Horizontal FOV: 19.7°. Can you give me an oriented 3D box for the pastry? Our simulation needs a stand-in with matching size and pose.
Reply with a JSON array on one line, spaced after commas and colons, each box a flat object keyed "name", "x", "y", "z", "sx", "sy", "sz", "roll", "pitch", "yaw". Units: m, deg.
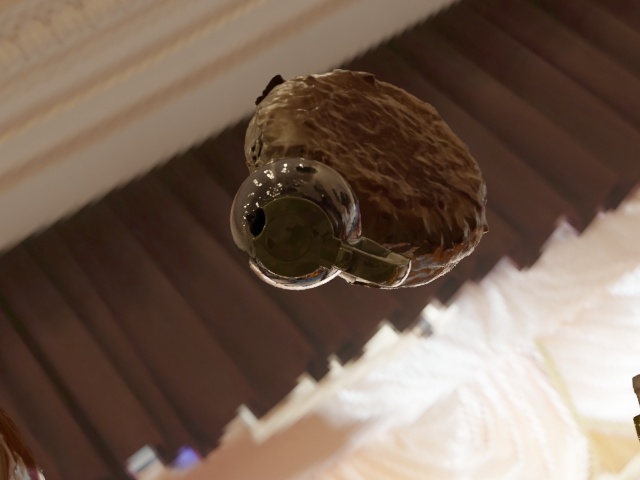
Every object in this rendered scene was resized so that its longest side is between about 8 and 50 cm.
[{"name": "pastry", "x": 0.040, "y": -0.052, "z": 1.741, "sx": 0.257, "sy": 0.236, "sz": 0.121, "roll": 13, "pitch": -50, "yaw": -29}]

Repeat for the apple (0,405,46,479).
[{"name": "apple", "x": -0.281, "y": 0.170, "z": 0.771, "sx": 0.339, "sy": 0.339, "sz": 0.340, "roll": -17, "pitch": -53, "yaw": -24}]

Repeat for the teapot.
[{"name": "teapot", "x": -0.002, "y": -0.009, "z": 1.269, "sx": 0.124, "sy": 0.091, "sz": 0.092, "roll": -6, "pitch": -80, "yaw": 3}]

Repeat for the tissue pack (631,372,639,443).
[{"name": "tissue pack", "x": 0.201, "y": 0.102, "z": 0.694, "sx": 0.106, "sy": 0.099, "sz": 0.148, "roll": -26, "pitch": -46, "yaw": 21}]
